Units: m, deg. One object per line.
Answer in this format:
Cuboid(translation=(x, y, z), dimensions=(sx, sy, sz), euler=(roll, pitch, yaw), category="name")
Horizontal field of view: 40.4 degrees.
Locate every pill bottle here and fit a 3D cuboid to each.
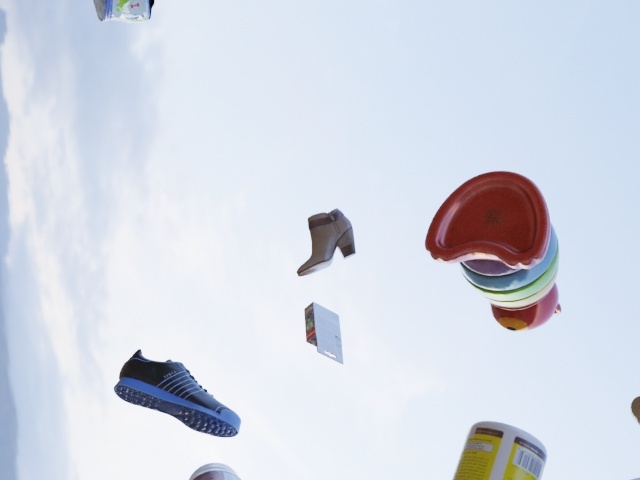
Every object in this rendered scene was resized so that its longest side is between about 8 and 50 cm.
Cuboid(translation=(0.232, 0.369, 1.205), dimensions=(0.215, 0.117, 0.117), euler=(-64, -167, -26), category="pill bottle")
Cuboid(translation=(-0.175, 0.458, 1.470), dimensions=(0.221, 0.121, 0.121), euler=(-157, -118, -79), category="pill bottle")

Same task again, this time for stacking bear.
Cuboid(translation=(0.295, 0.041, 1.343), dimensions=(0.175, 0.289, 0.164), euler=(4, -122, 29), category="stacking bear")

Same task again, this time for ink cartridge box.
Cuboid(translation=(0.005, 0.166, 1.506), dimensions=(0.029, 0.063, 0.115), euler=(-42, -146, 30), category="ink cartridge box")

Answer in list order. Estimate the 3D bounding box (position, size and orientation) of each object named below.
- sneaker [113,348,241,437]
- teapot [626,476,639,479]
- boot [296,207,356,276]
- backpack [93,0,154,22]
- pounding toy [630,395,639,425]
Cuboid(translation=(-0.238, 0.264, 1.521), dimensions=(0.081, 0.232, 0.090), euler=(120, -8, -49), category="sneaker")
Cuboid(translation=(0.454, 0.416, 1.135), dimensions=(0.252, 0.256, 0.187), euler=(-26, -105, 38), category="teapot")
Cuboid(translation=(0.000, 0.000, 1.416), dimensions=(0.087, 0.118, 0.042), euler=(65, -18, 14), category="boot")
Cuboid(translation=(-0.214, -0.281, 0.886), dimensions=(0.105, 0.084, 0.114), euler=(-132, -141, -59), category="backpack")
Cuboid(translation=(0.422, 0.096, 0.978), dimensions=(0.155, 0.154, 0.269), euler=(41, -78, 37), category="pounding toy")
